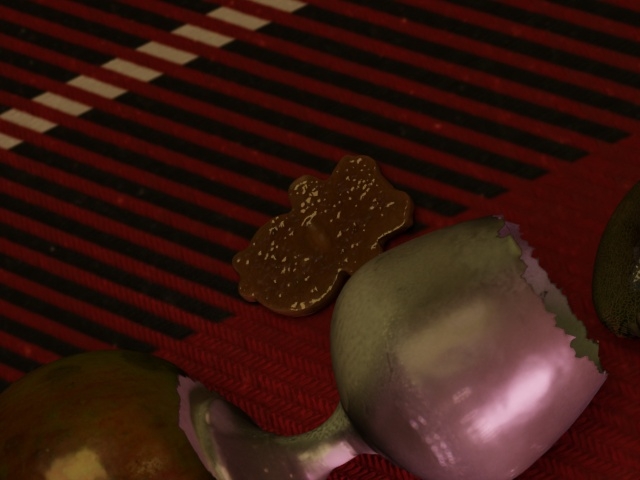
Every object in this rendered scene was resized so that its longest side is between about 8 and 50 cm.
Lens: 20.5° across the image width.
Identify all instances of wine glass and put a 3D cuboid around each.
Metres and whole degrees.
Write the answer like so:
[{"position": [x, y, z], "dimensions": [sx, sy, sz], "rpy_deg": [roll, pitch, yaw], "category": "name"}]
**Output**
[{"position": [0.070, 0.127, 1.525], "dimensions": [0.323, 0.238, 0.238], "rpy_deg": [-35, 65, 8], "category": "wine glass"}]

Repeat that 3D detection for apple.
[{"position": [-0.192, 0.220, 1.606], "dimensions": [0.226, 0.246, 0.246], "rpy_deg": [-29, 64, -11], "category": "apple"}]

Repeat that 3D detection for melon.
[{"position": [0.295, 0.011, 1.560], "dimensions": [0.099, 0.099, 0.162], "rpy_deg": [25, 82, 24], "category": "melon"}]

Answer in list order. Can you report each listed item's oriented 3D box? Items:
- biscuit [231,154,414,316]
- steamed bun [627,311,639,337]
[{"position": [0.006, 0.001, 1.699], "dimensions": [0.133, 0.027, 0.184], "rpy_deg": [36, 87, 25], "category": "biscuit"}, {"position": [0.436, 0.099, 1.386], "dimensions": [0.272, 0.290, 0.273], "rpy_deg": [-33, 83, 0], "category": "steamed bun"}]
